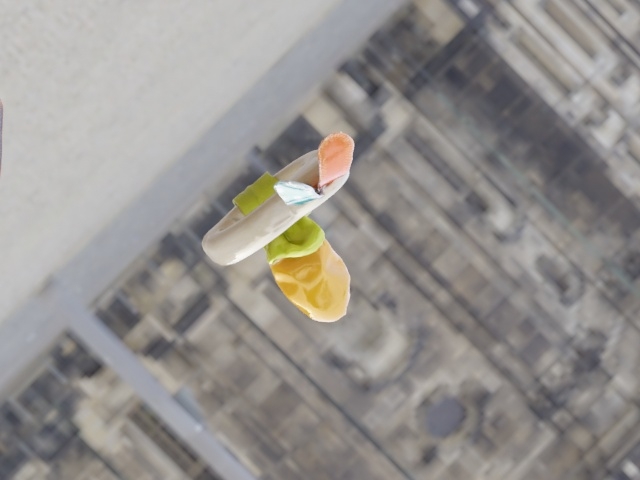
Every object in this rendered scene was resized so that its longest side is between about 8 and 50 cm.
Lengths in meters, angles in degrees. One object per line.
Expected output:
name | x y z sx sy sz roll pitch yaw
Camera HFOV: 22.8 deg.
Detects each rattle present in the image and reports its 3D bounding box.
rattle | 0.000 0.000 1.244 0.130 0.143 0.200 -26 -177 -35

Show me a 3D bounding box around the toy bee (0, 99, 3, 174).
toy bee | -0.258 -0.081 0.877 0.162 0.195 0.298 -11 179 28
